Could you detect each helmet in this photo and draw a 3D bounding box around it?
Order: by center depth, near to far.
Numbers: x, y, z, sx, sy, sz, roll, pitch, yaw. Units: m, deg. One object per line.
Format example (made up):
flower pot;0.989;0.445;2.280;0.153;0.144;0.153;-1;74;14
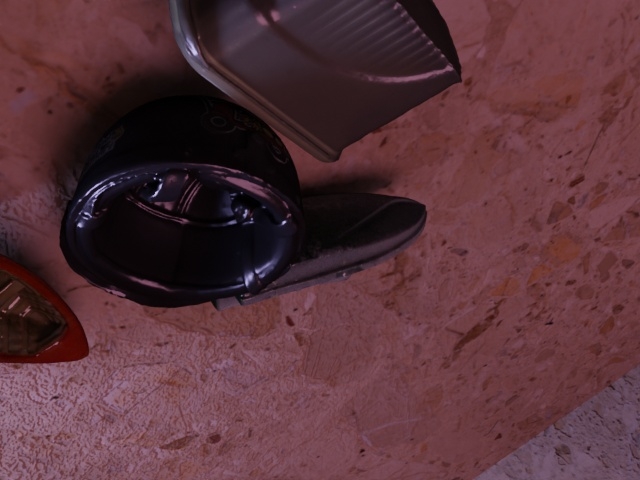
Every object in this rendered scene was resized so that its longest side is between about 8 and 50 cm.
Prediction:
helmet;-0.140;-0.050;0.870;0.230;0.160;0.279;23;144;-32

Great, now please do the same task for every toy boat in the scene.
toy boat;-0.351;0.057;0.837;0.136;0.079;0.392;-38;158;1
toy boat;0.000;0.000;1.049;0.319;0.141;0.092;-15;128;-23

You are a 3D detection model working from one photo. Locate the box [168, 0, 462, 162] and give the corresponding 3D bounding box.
box;0.003;-0.203;0.797;0.178;0.138;0.274;-25;151;23
